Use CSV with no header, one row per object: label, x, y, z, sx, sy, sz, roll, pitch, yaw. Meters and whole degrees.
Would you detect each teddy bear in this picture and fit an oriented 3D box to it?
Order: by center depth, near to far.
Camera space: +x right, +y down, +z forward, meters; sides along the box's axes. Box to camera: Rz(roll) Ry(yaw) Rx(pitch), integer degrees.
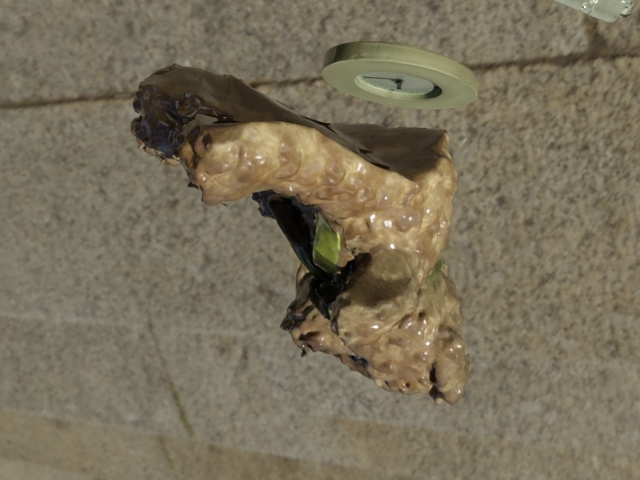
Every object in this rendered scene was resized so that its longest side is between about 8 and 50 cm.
teddy bear,-0.009,0.001,0.846,0.246,0.296,0.222,44,123,55

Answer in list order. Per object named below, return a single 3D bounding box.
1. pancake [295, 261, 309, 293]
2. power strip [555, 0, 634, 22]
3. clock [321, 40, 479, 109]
pancake,0.036,0.091,1.955,0.021,0.199,0.199,-1,120,57
power strip,0.356,-0.363,1.462,0.053,0.288,0.093,50,121,42
clock,0.118,-0.243,1.599,0.235,0.235,0.029,5,81,32
